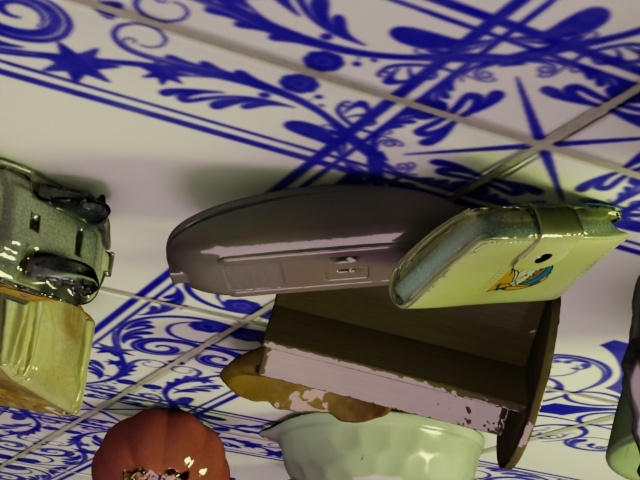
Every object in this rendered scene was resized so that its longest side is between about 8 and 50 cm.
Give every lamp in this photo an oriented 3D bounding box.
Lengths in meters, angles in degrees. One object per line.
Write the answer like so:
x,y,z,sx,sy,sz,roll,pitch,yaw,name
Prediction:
-0.208,0.299,1.660,0.182,0.140,0.182,-1,115,-2,lamp

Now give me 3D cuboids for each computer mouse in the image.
0.000,-0.001,0.953,0.232,0.057,0.120,-5,156,2,computer mouse

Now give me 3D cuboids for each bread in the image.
-0.321,0.082,1.177,0.192,0.110,0.210,4,159,20,bread

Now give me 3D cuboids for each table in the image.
0.067,0.081,1.051,0.226,0.167,0.167,14,159,1,table

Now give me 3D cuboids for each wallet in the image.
0.137,0.009,0.914,0.155,0.039,0.110,-2,150,-37,wallet

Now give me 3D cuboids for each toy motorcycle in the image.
-0.266,-0.014,0.943,0.157,0.091,0.263,-5,159,36,toy motorcycle

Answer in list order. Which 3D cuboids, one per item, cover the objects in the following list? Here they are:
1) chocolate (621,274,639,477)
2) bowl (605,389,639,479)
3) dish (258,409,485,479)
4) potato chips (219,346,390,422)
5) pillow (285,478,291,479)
0.313,0.026,0.745,0.303,0.213,0.303,1,119,1,chocolate
0.385,0.119,1.063,0.289,0.146,0.289,5,157,2,bowl
0.073,0.309,1.660,0.303,0.120,0.303,3,158,1,dish
-0.006,0.143,1.326,0.208,0.062,0.195,21,159,-39,potato chips
0.048,0.415,1.956,0.186,0.106,0.250,-8,151,29,pillow
